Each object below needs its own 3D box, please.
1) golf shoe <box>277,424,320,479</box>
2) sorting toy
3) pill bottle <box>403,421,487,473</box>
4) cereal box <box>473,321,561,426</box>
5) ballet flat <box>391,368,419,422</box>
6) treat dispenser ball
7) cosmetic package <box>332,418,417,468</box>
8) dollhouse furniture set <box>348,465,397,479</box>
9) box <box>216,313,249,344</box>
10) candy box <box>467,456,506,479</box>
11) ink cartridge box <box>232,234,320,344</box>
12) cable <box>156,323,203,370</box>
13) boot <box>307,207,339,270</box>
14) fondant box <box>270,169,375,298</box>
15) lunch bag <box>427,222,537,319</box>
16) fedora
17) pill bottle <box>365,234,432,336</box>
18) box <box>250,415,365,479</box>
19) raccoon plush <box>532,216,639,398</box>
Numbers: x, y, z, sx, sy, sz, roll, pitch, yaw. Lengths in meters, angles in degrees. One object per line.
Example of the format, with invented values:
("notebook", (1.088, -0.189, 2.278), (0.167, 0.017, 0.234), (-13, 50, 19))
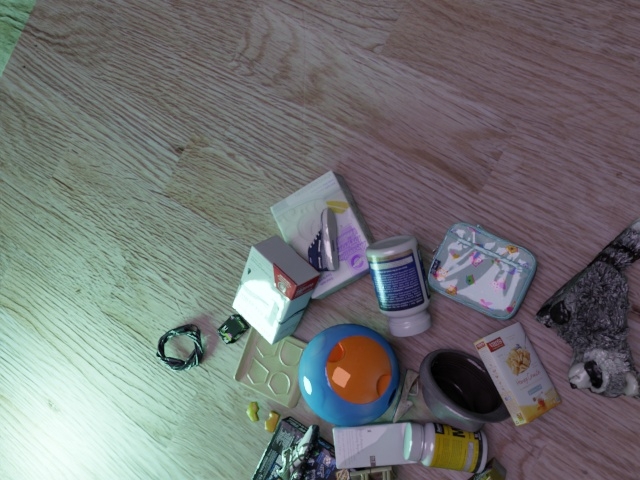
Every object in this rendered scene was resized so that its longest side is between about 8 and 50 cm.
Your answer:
("golf shoe", (-0.069, 0.629, 1.867), (0.094, 0.077, 0.198), (23, 91, 23))
("sorting toy", (-0.161, 0.441, 2.021), (0.229, 0.041, 0.307), (20, 92, 18))
("pill bottle", (0.338, 0.562, 1.718), (0.208, 0.119, 0.119), (9, 88, -3))
("cereal box", (0.526, 0.351, 1.677), (0.047, 0.173, 0.240), (-41, 69, 47))
("ballet flat", (0.250, 0.449, 1.810), (0.052, 0.057, 0.168), (16, 60, 11))
("treat dispenser ball", (0.081, 0.382, 1.791), (0.288, 0.288, 0.288), (-2, 84, 22))
("cosmetic package", (0.158, 0.586, 1.814), (0.231, 0.085, 0.117), (-7, 80, 5))
("dollhouse furniture set", (0.170, 0.753, 1.797), (0.129, 0.183, 0.129), (-14, 44, 15))
("box", (-0.290, 0.293, 2.078), (0.083, 0.052, 0.062), (-45, 72, 11))
("candy box", (0.434, 0.653, 1.671), (0.109, 0.187, 0.053), (-46, 74, 11))
("ink cartridge box", (-0.142, 0.154, 1.932), (0.197, 0.114, 0.273), (41, 131, 22))
("cable", (-0.482, 0.373, 2.157), (0.184, 0.047, 0.150), (-20, 82, 17))
("boot", (0.000, 0.000, 1.879), (0.086, 0.069, 0.190), (-6, 84, 26))
("fondant box", (0.021, -0.016, 1.961), (0.238, 0.096, 0.330), (-30, 75, 17))
("lunch bag", (0.450, 0.079, 1.768), (0.279, 0.108, 0.224), (26, 95, 22))
("fedora", (0.383, 0.427, 1.721), (0.275, 0.244, 0.124), (37, 128, 28))
("pill bottle", (0.230, 0.129, 1.798), (0.153, 0.153, 0.264), (-11, 101, 21))
("box", (-0.056, 0.745, 1.925), (0.293, 0.073, 0.295), (27, 94, 22))
("raccoon plush", (0.771, 0.190, 1.585), (0.299, 0.216, 0.446), (46, 102, 12))
